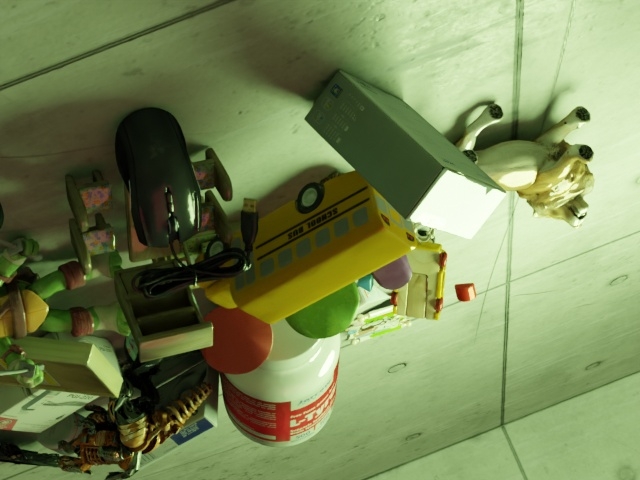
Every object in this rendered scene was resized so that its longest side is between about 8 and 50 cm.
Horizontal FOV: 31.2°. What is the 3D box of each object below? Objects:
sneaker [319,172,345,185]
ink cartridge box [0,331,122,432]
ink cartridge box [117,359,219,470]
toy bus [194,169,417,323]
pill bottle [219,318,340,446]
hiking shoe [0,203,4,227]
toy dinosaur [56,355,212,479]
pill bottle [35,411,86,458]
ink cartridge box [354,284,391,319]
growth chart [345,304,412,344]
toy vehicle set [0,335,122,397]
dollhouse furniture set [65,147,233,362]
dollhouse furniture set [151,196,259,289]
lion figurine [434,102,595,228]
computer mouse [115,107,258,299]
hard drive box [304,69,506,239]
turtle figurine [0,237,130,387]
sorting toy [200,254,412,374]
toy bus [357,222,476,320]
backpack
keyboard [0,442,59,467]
[{"bbox_3d":[0.000,0.000,1.910,0.282,0.099,0.153,-39,149,28],"label":"sneaker"},{"bbox_3d":[-0.488,0.254,2.043,0.218,0.092,0.159,-34,154,20],"label":"ink cartridge box"},{"bbox_3d":[-0.295,0.325,2.258,0.223,0.224,0.045,-32,120,18],"label":"ink cartridge box"},{"bbox_3d":[-0.029,0.019,1.671,0.333,0.130,0.108,-29,141,26],"label":"toy bus"},{"bbox_3d":[-0.078,0.221,2.138,0.229,0.229,0.407,-17,154,-10],"label":"pill bottle"},{"bbox_3d":[-0.503,-0.051,1.370,0.304,0.113,0.132,7,144,-47],"label":"hiking shoe"},{"bbox_3d":[-0.351,0.332,2.153,0.322,0.218,0.164,-15,156,-4],"label":"toy dinosaur"},{"bbox_3d":[-0.505,0.393,2.320,0.087,0.087,0.160,-23,156,4],"label":"pill bottle"},{"bbox_3d":[0.067,0.135,2.340,0.145,0.045,0.179,-34,171,24],"label":"ink cartridge box"},{"bbox_3d":[0.131,0.172,2.437,0.172,0.021,0.237,-19,164,-11],"label":"growth chart"},{"bbox_3d":[-0.471,0.198,1.850,0.267,0.035,0.166,5,155,10],"label":"toy vehicle set"},{"bbox_3d":[-0.226,0.022,1.602,0.212,0.161,0.242,-12,131,-19],"label":"dollhouse furniture set"},{"bbox_3d":[-0.159,0.003,1.778,0.182,0.101,0.161,-12,154,-20],"label":"dollhouse furniture set"},{"bbox_3d":[0.304,-0.120,1.907,0.392,0.142,0.240,5,155,-20],"label":"lion figurine"},{"bbox_3d":[-0.168,-0.050,1.521,0.184,0.060,0.261,-10,109,-19],"label":"computer mouse"},{"bbox_3d":[0.117,-0.117,1.582,0.181,0.232,0.089,15,116,-53],"label":"hard drive box"},{"bbox_3d":[-0.403,0.101,1.672,0.266,0.197,0.274,-13,158,-30],"label":"turtle figurine"},{"bbox_3d":[-0.030,0.096,1.890,0.366,0.127,0.126,-24,-166,-2],"label":"sorting toy"},{"bbox_3d":[0.190,0.049,2.158,0.202,0.191,0.104,-35,-164,29],"label":"toy bus"},{"bbox_3d":[-0.272,0.138,1.952,0.152,0.115,0.182,-25,157,-21],"label":"backpack"},{"bbox_3d":[-0.628,0.425,2.286,0.202,0.033,0.317,-1,165,24],"label":"keyboard"}]
